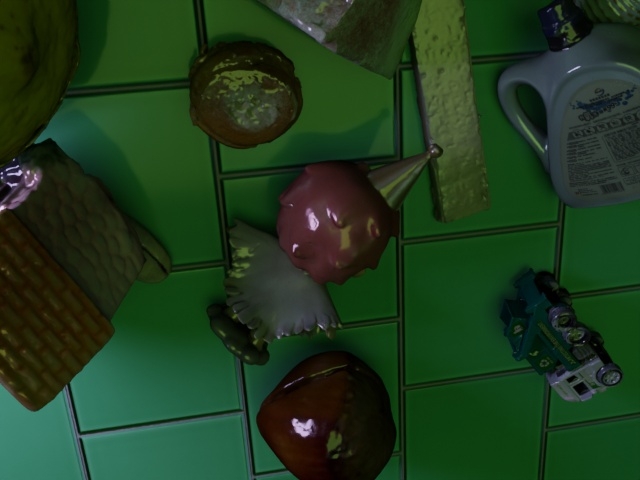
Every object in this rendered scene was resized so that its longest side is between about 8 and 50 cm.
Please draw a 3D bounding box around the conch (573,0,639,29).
[{"bbox_3d":[0.390,-0.330,0.866,0.153,0.102,0.135,-12,81,27],"label":"conch"}]

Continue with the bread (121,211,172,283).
[{"bbox_3d":[-0.286,-0.010,0.895,0.214,0.053,0.073,34,98,-19],"label":"bread"}]

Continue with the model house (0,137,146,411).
[{"bbox_3d":[-0.367,0.048,0.766,0.236,0.237,0.202,-15,122,19],"label":"model house"}]

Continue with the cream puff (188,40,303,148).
[{"bbox_3d":[-0.090,-0.181,0.837,0.143,0.103,0.126,11,122,-14],"label":"cream puff"}]

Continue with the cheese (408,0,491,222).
[{"bbox_3d":[0.164,-0.212,0.908,0.085,0.034,0.400,-14,112,-5],"label":"cheese"}]

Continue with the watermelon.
[{"bbox_3d":[0.015,-0.317,0.754,0.231,0.193,0.310,-35,152,-32],"label":"watermelon"}]

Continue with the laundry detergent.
[{"bbox_3d":[0.340,-0.178,0.881,0.280,0.214,0.105,49,54,-22],"label":"laundry detergent"}]

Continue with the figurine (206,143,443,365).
[{"bbox_3d":[0.000,0.000,0.902,0.207,0.166,0.387,46,107,15],"label":"figurine"}]

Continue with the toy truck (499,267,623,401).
[{"bbox_3d":[0.355,0.153,1.049,0.116,0.110,0.216,-36,114,18],"label":"toy truck"}]

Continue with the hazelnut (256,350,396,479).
[{"bbox_3d":[0.001,0.264,0.992,0.208,0.208,0.208,-3,111,-9],"label":"hazelnut"}]

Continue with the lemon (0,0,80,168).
[{"bbox_3d":[-0.420,-0.218,0.642,0.387,0.350,0.350,20,108,14],"label":"lemon"}]
